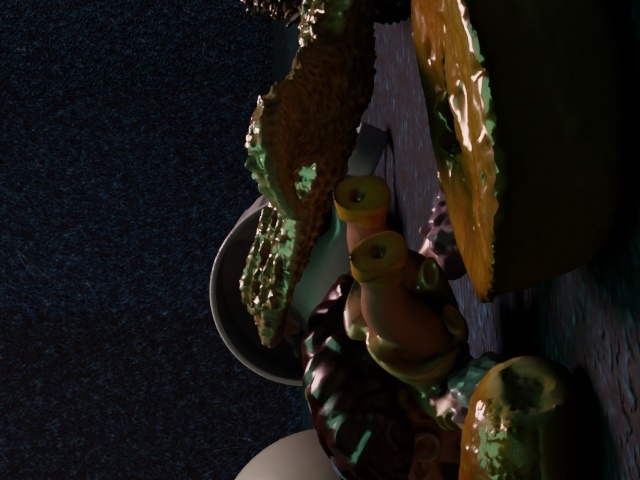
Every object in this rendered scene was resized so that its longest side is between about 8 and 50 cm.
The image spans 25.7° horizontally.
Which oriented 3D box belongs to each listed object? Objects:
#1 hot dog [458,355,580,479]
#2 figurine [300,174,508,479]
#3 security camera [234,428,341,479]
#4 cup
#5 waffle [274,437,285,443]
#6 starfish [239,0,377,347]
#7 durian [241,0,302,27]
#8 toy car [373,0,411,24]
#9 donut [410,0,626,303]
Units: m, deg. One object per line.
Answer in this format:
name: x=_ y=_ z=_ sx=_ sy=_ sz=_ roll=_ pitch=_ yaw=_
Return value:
hot dog: x=0.092 y=0.190 z=0.654 sx=0.088 sy=0.061 sz=0.285 roll=-63 pitch=-27 yaw=-75
figurine: x=0.047 y=0.058 z=0.752 sx=0.240 sy=0.116 sz=0.174 roll=93 pitch=172 yaw=-54
security camera: x=0.000 y=0.266 z=1.123 sx=0.194 sy=0.195 sz=0.236 roll=-114 pitch=25 yaw=-79
cup: x=0.007 y=0.014 z=1.298 sx=0.167 sy=0.221 sz=0.202 roll=53 pitch=-176 yaw=-8
waffle: x=0.019 y=0.375 z=1.360 sx=0.261 sy=0.114 sz=0.376 roll=98 pitch=168 yaw=-82
starfish: x=0.000 y=-0.092 z=0.759 sx=0.299 sy=0.060 sz=0.302 roll=81 pitch=-164 yaw=-84
durian: x=-0.024 y=-0.262 z=1.110 sx=0.196 sy=0.167 sz=0.196 roll=-177 pitch=90 yaw=-72
toy car: x=0.053 y=-0.203 z=0.788 sx=0.170 sy=0.070 sz=0.080 roll=91 pitch=174 yaw=-59
donut: x=0.081 y=-0.059 z=0.583 sx=0.178 sy=0.066 sz=0.162 roll=-101 pitch=4 yaw=-56
